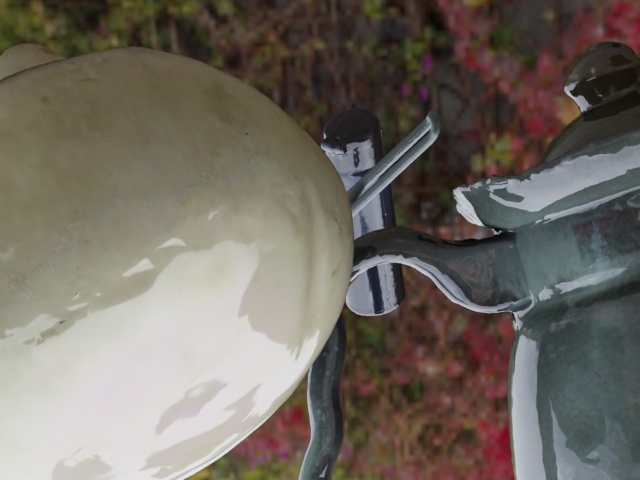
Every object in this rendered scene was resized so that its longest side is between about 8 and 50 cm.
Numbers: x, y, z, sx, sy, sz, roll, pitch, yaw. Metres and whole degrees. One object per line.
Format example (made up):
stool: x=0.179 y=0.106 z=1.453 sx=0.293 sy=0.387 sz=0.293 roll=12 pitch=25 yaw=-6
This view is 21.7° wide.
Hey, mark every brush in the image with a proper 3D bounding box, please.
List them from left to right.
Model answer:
brush: x=0.000 y=0.000 z=1.219 sx=0.027 sy=0.266 sz=0.062 roll=33 pitch=-153 yaw=-28

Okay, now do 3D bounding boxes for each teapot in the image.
teapot: x=0.149 y=0.048 z=0.842 sx=0.305 sy=0.285 sz=0.223 roll=-18 pitch=177 yaw=30

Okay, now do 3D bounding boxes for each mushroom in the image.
mushroom: x=-0.109 y=0.006 z=0.750 sx=0.246 sy=0.246 sz=0.202 roll=-17 pitch=-114 yaw=-25

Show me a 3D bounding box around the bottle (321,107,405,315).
bottle: x=0.050 y=-0.032 z=1.879 sx=0.072 sy=0.244 sz=0.082 roll=20 pitch=-135 yaw=36
